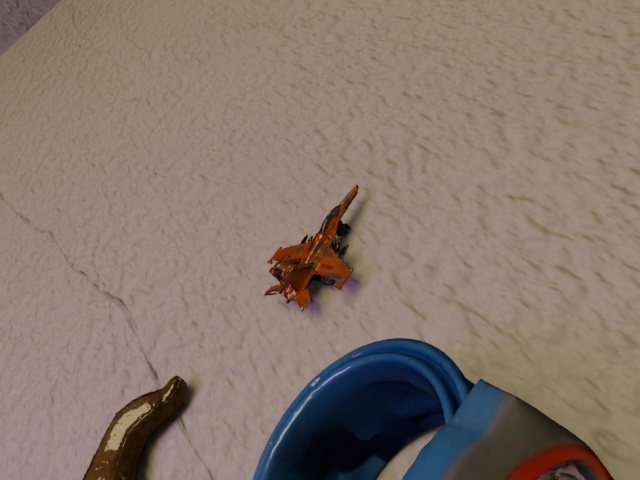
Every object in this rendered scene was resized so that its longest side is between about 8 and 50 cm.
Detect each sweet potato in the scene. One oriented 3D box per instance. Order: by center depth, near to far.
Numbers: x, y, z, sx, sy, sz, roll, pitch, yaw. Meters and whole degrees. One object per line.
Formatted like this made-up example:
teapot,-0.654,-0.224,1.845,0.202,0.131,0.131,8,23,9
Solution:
sweet potato,-0.240,0.270,0.777,0.081,0.062,0.233,11,59,22

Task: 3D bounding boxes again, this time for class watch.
watch,0.059,0.247,0.498,0.274,0.241,0.305,7,58,57

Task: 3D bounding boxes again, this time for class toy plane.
toy plane,0.005,0.008,0.819,0.135,0.062,0.188,14,52,40
